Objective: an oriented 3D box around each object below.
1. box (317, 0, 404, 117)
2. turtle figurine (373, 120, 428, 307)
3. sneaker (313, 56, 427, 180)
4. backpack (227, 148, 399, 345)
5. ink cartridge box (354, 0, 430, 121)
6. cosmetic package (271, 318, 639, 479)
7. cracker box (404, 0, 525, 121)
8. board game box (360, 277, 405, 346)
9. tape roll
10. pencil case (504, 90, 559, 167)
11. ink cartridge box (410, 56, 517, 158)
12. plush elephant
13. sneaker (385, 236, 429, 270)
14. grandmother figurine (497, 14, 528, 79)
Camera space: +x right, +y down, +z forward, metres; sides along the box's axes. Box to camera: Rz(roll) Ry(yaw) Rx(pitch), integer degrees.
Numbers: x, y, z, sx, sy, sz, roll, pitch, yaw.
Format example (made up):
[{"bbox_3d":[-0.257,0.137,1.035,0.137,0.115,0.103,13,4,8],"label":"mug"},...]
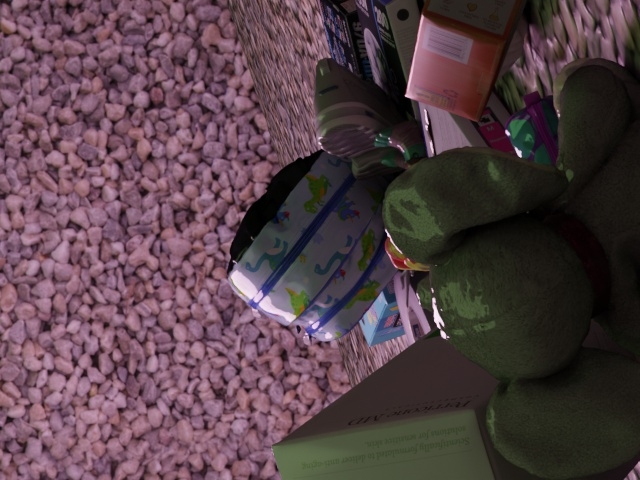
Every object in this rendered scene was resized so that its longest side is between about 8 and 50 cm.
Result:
[{"bbox_3d":[0.057,-0.236,2.385,0.175,0.051,0.220,-123,16,-64],"label":"box"},{"bbox_3d":[0.137,-0.019,2.072,0.175,0.118,0.234,105,146,-64],"label":"turtle figurine"},{"bbox_3d":[0.067,-0.153,2.190,0.281,0.105,0.115,35,-138,-69],"label":"sneaker"},{"bbox_3d":[0.000,0.000,2.370,0.273,0.290,0.355,44,-177,14],"label":"backpack"},{"bbox_3d":[0.084,-0.269,2.130,0.206,0.045,0.208,-124,18,-67],"label":"ink cartridge box"},{"bbox_3d":[0.142,0.165,1.477,0.365,0.197,0.155,-27,-78,-59],"label":"cosmetic package"},{"bbox_3d":[0.133,-0.223,1.278,0.155,0.067,0.232,96,-164,-72],"label":"cracker box"},{"bbox_3d":[0.080,0.006,2.710,0.336,0.079,0.253,101,150,-76],"label":"board game box"},{"bbox_3d":[0.170,0.132,2.378,0.219,0.072,0.219,162,90,-83],"label":"tape roll"},{"bbox_3d":[0.220,-0.056,1.559,0.151,0.064,0.070,67,-173,29],"label":"pencil case"},{"bbox_3d":[0.192,-0.038,1.819,0.371,0.069,0.175,-121,13,-49],"label":"ink cartridge box"},{"bbox_3d":[0.180,0.019,1.278,0.330,0.255,0.271,-161,53,-81],"label":"plush elephant"},{"bbox_3d":[0.117,-0.004,1.863,0.208,0.094,0.081,101,150,-75],"label":"sneaker"},{"bbox_3d":[0.113,-0.309,1.611,0.208,0.104,0.342,-99,-5,-80],"label":"grandmother figurine"}]
